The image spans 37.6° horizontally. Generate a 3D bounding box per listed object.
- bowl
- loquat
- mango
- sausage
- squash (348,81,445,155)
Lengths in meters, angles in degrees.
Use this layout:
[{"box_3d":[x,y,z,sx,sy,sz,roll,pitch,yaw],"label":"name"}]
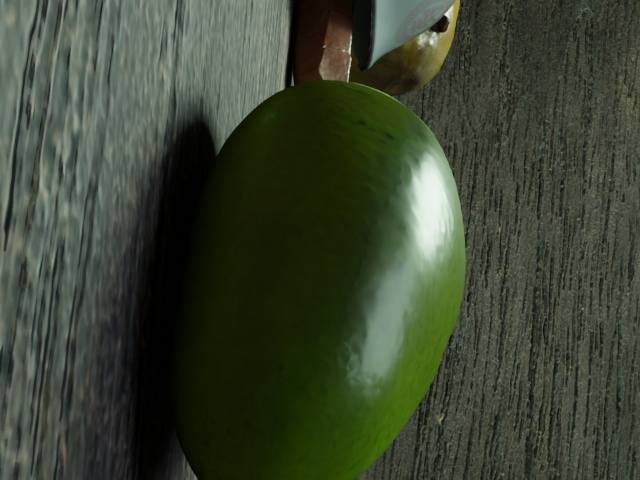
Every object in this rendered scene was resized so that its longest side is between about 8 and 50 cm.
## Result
[{"box_3d":[0.099,-0.368,1.035,0.345,0.157,0.345,171,-90,-87],"label":"bowl"},{"box_3d":[0.096,-0.318,1.347,0.238,0.193,0.238,-163,-90,-75],"label":"loquat"},{"box_3d":[0.003,0.013,0.504,0.273,0.149,0.185,-61,156,-70],"label":"mango"},{"box_3d":[0.004,-0.206,0.958,0.065,0.065,0.169,82,12,-72],"label":"sausage"},{"box_3d":[-0.006,0.003,1.018,0.309,0.210,0.234,-44,148,-41],"label":"squash"}]
